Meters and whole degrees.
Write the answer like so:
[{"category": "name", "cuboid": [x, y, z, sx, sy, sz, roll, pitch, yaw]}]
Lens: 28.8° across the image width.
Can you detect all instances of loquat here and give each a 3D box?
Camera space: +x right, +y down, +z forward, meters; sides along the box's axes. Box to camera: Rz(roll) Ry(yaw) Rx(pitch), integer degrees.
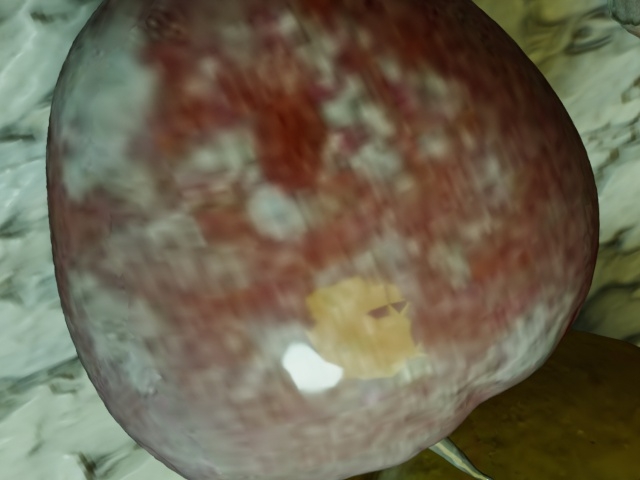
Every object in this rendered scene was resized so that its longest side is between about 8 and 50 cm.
[{"category": "loquat", "cuboid": [0.119, 0.192, 0.695, 0.276, 0.284, 0.276, 0, 117, -1]}]

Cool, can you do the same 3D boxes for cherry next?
[{"category": "cherry", "cuboid": [0.000, 0.000, 0.554, 0.236, 0.213, 0.285, -39, 107, -18]}]

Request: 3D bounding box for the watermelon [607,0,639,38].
[{"category": "watermelon", "cuboid": [0.245, -0.116, 0.596, 0.213, 0.262, 0.201, 20, 142, -36]}]
